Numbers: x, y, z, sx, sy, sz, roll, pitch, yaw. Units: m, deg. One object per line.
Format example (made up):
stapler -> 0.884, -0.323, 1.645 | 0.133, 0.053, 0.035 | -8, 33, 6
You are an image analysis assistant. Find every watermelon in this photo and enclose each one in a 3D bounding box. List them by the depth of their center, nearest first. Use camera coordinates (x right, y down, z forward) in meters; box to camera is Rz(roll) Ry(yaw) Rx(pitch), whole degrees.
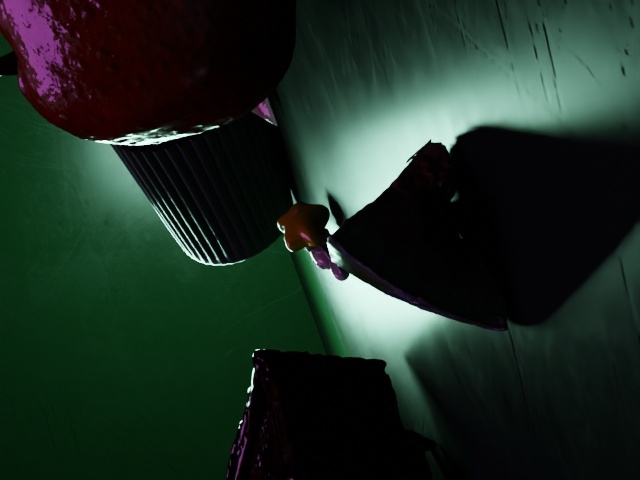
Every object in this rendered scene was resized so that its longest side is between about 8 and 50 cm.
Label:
watermelon -> 0.062, 0.007, 0.491 | 0.101, 0.080, 0.155 | 34, 171, 2

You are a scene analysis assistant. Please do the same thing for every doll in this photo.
doll -> -0.002, -0.004, 1.218 | 0.113, 0.071, 0.135 | 51, -174, -11

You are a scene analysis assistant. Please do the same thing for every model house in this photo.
model house -> 0.051, 0.263, 0.976 | 0.297, 0.317, 0.283 | -27, 56, 55

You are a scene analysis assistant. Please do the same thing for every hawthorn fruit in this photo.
hawthorn fruit -> -0.167, -0.189, 0.703 | 0.254, 0.300, 0.254 | 157, 90, -88

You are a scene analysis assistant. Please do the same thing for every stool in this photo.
stool -> -0.215, -0.148, 1.728 | 0.297, 0.297, 0.330 | -115, 2, -48

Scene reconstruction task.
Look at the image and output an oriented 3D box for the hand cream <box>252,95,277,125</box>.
hand cream -> -0.134, -0.277, 1.454 | 0.306, 0.093, 0.147 | 39, 152, 64
